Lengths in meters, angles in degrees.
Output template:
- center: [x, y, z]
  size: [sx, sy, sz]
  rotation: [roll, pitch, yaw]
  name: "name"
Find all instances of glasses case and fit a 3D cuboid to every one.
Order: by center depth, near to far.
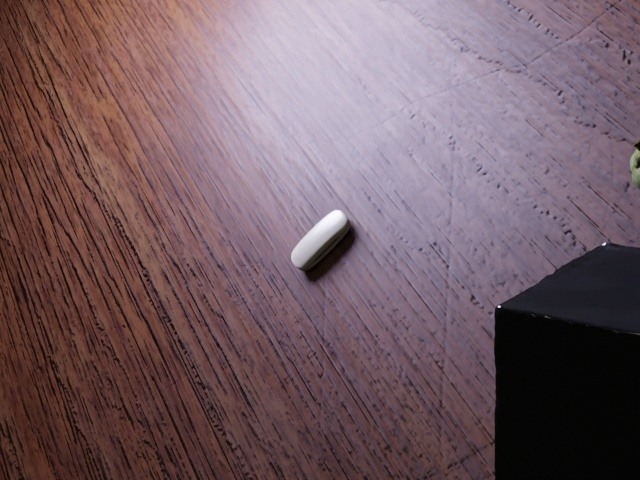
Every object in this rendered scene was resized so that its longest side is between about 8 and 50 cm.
- center: [0.000, 0.000, 0.976]
  size: [0.083, 0.021, 0.032]
  rotation: [-45, 50, 11]
  name: "glasses case"

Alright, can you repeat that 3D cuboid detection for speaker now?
- center: [0.253, 0.152, 0.547]
  size: [0.232, 0.184, 0.253]
  rotation: [8, 108, 40]
  name: "speaker"

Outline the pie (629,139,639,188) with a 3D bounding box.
- center: [0.349, -0.125, 0.615]
  size: [0.306, 0.306, 0.071]
  rotation: [-39, 86, 16]
  name: "pie"
